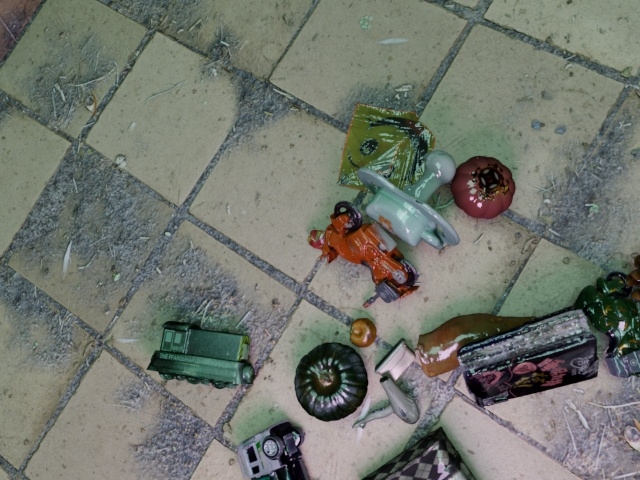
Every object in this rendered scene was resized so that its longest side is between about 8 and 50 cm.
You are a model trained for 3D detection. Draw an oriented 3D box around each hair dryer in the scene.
[{"bbox_3d":[0.159,0.444,1.570,0.199,0.067,0.167,-13,114,17],"label":"hair dryer"}]

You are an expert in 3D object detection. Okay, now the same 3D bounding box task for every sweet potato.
[{"bbox_3d":[0.417,0.255,1.539,0.336,0.131,0.131,-24,75,8],"label":"sweet potato"}]

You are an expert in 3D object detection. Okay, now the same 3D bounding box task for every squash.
[{"bbox_3d":[0.029,0.388,1.582,0.218,0.172,0.218,-22,48,26],"label":"squash"}]

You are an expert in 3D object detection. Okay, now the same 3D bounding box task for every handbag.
[{"bbox_3d":[0.301,0.744,1.453,0.316,0.180,0.416,-38,77,9],"label":"handbag"}]

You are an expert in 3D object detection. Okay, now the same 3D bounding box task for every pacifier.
[{"bbox_3d":[0.271,-0.125,1.567,0.343,0.288,0.269,40,86,25],"label":"pacifier"}]

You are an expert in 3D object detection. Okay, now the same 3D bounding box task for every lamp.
[{"bbox_3d":[0.453,-0.146,1.606,0.181,0.140,0.182,1,78,-5],"label":"lamp"}]

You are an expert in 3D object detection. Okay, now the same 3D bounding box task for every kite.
[{"bbox_3d":[0.185,-0.264,1.753,0.327,0.013,0.378,-35,74,6],"label":"kite"}]

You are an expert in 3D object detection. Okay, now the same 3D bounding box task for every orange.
[{"bbox_3d":[0.124,0.265,1.641,0.086,0.062,0.086,-5,79,30],"label":"orange"}]

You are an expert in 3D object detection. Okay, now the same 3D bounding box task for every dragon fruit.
[{"bbox_3d":[0.000,0.000,1.723,0.083,0.060,0.056,16,80,14],"label":"dragon fruit"}]

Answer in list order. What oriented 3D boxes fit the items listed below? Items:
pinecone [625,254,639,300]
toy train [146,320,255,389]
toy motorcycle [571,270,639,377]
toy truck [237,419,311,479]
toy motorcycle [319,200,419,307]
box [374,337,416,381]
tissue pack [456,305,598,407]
[{"bbox_3d":[0.957,0.124,1.344,0.383,0.384,0.385,-3,79,13],"label":"pinecone"},{"bbox_3d":[-0.348,0.342,1.706,0.329,0.138,0.178,4,76,14],"label":"toy train"},{"bbox_3d":[0.747,0.223,1.467,0.186,0.125,0.275,-16,76,1],"label":"toy motorcycle"},{"bbox_3d":[-0.102,0.691,1.562,0.177,0.176,0.364,-24,76,21],"label":"toy truck"},{"bbox_3d":[0.128,0.046,1.627,0.326,0.221,0.147,46,51,3],"label":"toy motorcycle"},{"bbox_3d":[0.211,0.338,1.594,0.062,0.089,0.122,43,92,8],"label":"box"},{"bbox_3d":[0.523,0.306,1.447,0.332,0.245,0.123,-20,49,11],"label":"tissue pack"}]
